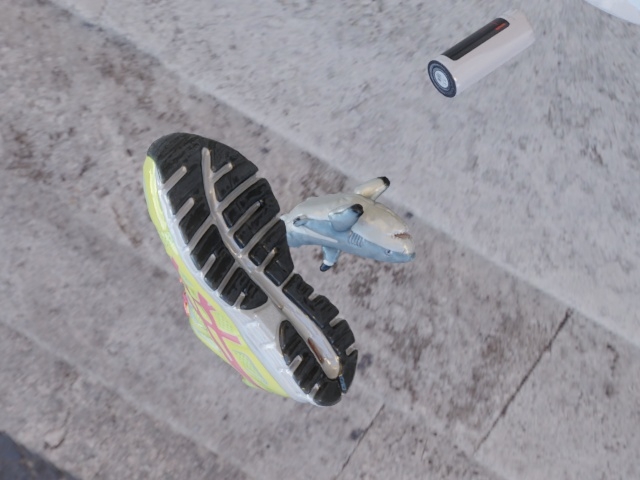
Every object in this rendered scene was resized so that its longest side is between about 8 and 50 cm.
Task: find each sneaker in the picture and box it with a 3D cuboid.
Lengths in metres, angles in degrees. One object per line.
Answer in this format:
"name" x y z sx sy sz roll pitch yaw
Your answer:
"sneaker" -0.063 0.027 0.722 0.094 0.081 0.208 -6 120 45

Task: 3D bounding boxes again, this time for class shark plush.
"shark plush" 0.000 0.000 0.965 0.161 0.073 0.067 -13 109 18

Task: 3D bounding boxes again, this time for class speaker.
"speaker" 0.201 -0.233 1.384 0.136 0.055 0.055 -34 97 -18

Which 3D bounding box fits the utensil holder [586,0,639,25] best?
"utensil holder" 0.432 -0.470 1.228 0.328 0.327 0.385 20 136 6
